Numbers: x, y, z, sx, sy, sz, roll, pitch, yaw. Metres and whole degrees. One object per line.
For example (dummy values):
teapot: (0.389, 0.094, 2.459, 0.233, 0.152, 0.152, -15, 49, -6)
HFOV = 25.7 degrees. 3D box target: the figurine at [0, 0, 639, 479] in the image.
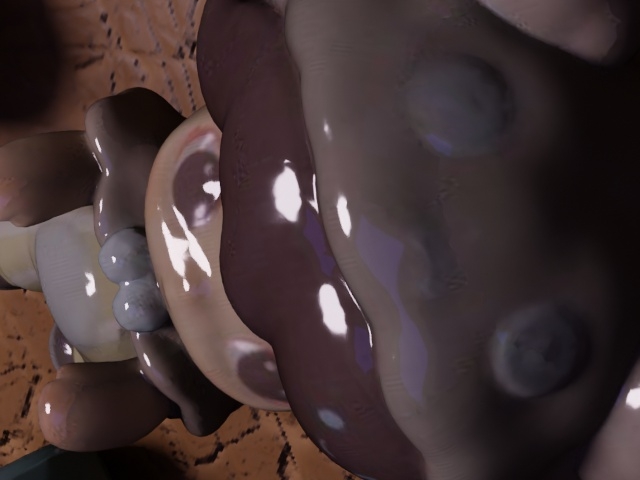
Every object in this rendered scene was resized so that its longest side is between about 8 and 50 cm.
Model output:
figurine: (-0.001, 0.000, 0.565, 0.380, 0.203, 0.248, -12, 96, 43)

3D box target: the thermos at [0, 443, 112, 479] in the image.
thermos: (-0.110, 0.253, 0.744, 0.145, 0.182, 0.286, -34, 84, 44)
